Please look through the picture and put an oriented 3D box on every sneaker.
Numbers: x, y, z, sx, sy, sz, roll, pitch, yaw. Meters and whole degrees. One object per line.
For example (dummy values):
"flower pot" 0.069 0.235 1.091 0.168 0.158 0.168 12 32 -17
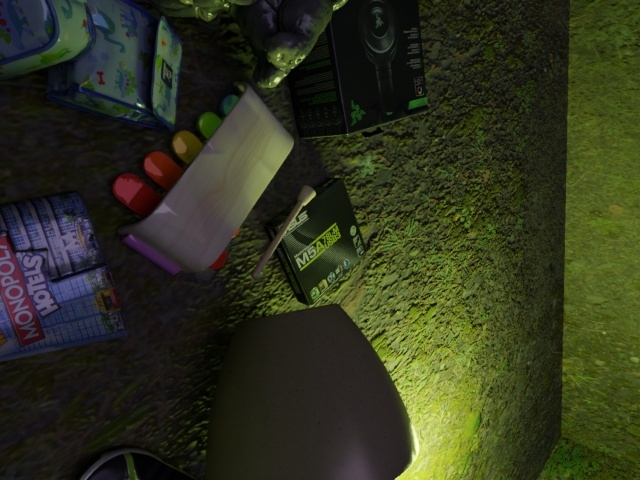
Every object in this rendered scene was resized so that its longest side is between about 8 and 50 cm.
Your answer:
"sneaker" -0.240 0.376 0.603 0.234 0.097 0.084 42 68 -39

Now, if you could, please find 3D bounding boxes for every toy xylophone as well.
"toy xylophone" -0.140 -0.078 0.632 0.323 0.081 0.236 -53 128 -24

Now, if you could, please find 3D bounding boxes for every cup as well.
"cup" -0.033 0.233 0.662 0.331 0.331 0.237 -3 78 -43

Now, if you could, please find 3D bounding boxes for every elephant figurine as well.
"elephant figurine" -0.112 -0.341 0.547 0.239 0.169 0.186 40 57 -26

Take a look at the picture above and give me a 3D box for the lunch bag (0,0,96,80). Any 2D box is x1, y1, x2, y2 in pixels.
"lunch bag" -0.331 -0.264 0.368 0.176 0.090 0.219 -15 112 6

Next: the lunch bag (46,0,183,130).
"lunch bag" -0.241 -0.218 0.511 0.151 0.096 0.129 6 90 -59

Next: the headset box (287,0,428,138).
"headset box" 0.066 -0.333 0.749 0.246 0.131 0.283 -26 114 -37

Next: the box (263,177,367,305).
"box" 0.000 0.000 0.804 0.190 0.045 0.184 -39 124 -33

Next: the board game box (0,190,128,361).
"board game box" -0.352 0.058 0.470 0.194 0.060 0.194 -23 112 -40
